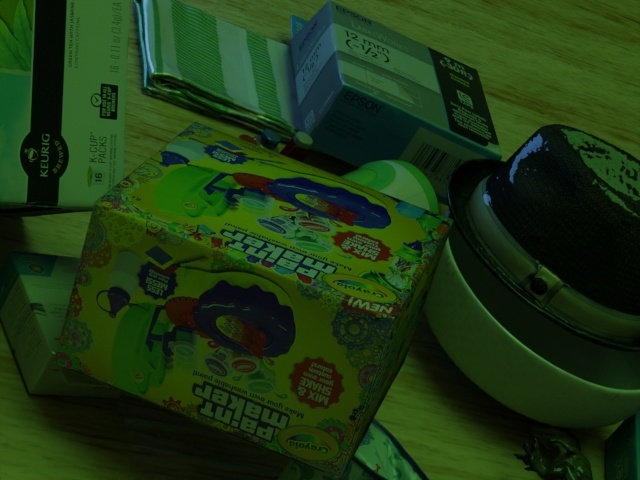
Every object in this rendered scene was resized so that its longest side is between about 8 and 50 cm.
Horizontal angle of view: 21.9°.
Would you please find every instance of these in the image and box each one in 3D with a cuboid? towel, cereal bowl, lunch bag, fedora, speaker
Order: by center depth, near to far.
[{"bbox_3d":[0.035,0.256,1.611,0.151,0.129,0.096,40,30,12],"label":"lunch bag"},{"bbox_3d":[0.000,0.000,1.894,0.296,0.131,0.131,-24,62,-40],"label":"speaker"},{"bbox_3d":[0.321,-0.026,1.975,0.334,0.152,0.334,24,32,-16],"label":"fedora"},{"bbox_3d":[0.259,0.104,2.018,0.339,0.141,0.339,24,32,-16],"label":"cereal bowl"},{"bbox_3d":[-0.098,-0.228,2.249,0.325,0.038,0.248,18,34,-24],"label":"towel"}]

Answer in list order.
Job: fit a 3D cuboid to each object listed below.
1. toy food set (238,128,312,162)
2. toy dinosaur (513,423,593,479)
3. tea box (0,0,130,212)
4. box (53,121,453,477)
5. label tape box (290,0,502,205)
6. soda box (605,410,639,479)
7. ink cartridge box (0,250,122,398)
[{"bbox_3d":[-0.026,-0.064,2.022,0.232,0.104,0.111,22,33,-19],"label":"toy food set"},{"bbox_3d":[0.275,0.290,1.859,0.118,0.064,0.268,22,36,-31],"label":"toy dinosaur"},{"bbox_3d":[-0.374,-0.195,1.618,0.323,0.220,0.329,2,88,-39],"label":"tea box"},{"bbox_3d":[-0.056,0.047,1.591,0.290,0.177,0.279,21,24,7],"label":"box"},{"bbox_3d":[0.096,-0.217,2.282,0.249,0.115,0.348,22,33,-20],"label":"label tape box"},{"bbox_3d":[0.382,0.293,1.943,0.071,0.067,0.210,29,32,-8],"label":"soda box"},{"bbox_3d":[-0.248,0.097,1.635,0.104,0.060,0.180,8,39,-38],"label":"ink cartridge box"}]
